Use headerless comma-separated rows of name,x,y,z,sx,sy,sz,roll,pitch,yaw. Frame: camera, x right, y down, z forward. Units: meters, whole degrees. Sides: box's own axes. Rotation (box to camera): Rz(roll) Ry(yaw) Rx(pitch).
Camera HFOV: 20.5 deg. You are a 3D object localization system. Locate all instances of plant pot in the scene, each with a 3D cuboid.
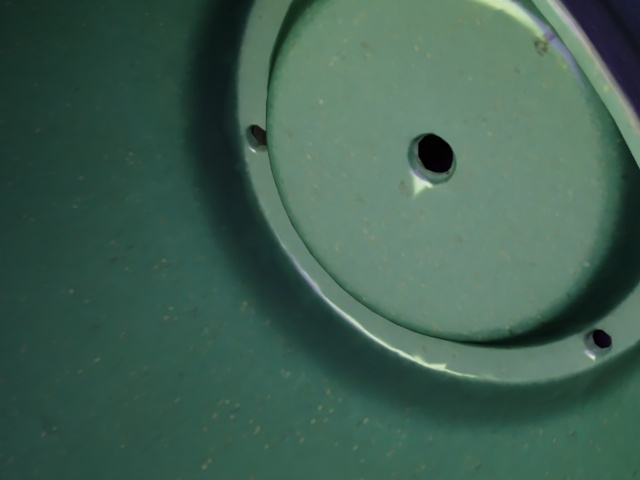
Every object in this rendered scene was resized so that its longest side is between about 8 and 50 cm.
plant pot,0.000,0.000,0.473,0.293,0.196,0.293,13,117,27
